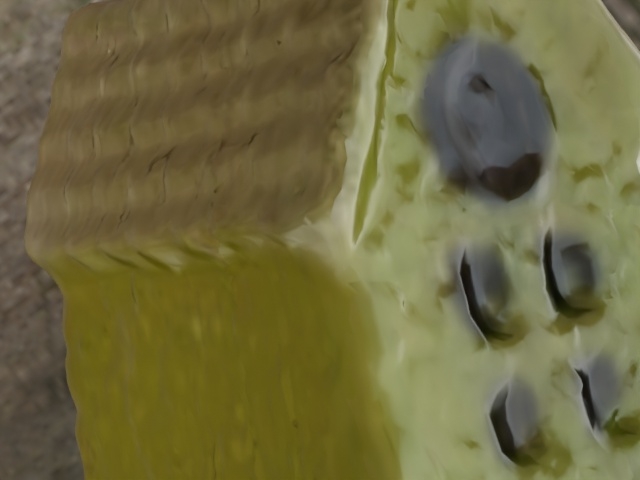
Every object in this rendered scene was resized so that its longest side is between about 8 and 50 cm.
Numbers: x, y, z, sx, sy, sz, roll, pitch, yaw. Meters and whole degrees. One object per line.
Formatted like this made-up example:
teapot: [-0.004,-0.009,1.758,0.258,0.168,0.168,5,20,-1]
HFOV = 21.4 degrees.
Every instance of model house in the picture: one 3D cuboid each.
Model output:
model house: [0.000,0.000,0.558,0.174,0.234,0.193,-20,-172,-37]
